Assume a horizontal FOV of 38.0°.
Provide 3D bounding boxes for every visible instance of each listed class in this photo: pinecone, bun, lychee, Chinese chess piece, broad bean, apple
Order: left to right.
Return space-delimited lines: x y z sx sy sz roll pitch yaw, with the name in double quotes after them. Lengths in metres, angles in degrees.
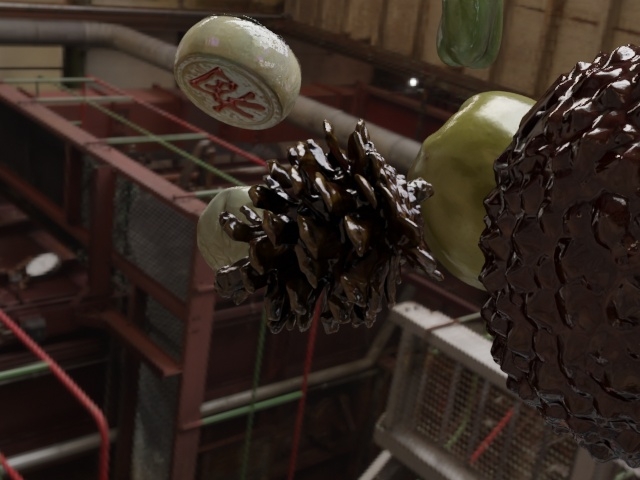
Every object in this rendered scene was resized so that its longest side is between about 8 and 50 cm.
-0.078 -0.156 0.877 0.122 0.122 0.051 -13 -133 50 "Chinese chess piece"
-0.115 0.004 1.492 0.102 0.183 0.183 -95 -157 -56 "bun"
0.001 0.002 0.859 0.212 0.169 0.185 -42 -144 18 "pinecone"
0.227 -0.347 1.398 0.100 0.228 0.169 9 -92 9 "broad bean"
0.239 -0.060 1.201 0.262 0.262 0.262 12 -74 48 "apple"
0.230 -0.003 0.554 0.264 0.264 0.300 10 -116 48 "lychee"
